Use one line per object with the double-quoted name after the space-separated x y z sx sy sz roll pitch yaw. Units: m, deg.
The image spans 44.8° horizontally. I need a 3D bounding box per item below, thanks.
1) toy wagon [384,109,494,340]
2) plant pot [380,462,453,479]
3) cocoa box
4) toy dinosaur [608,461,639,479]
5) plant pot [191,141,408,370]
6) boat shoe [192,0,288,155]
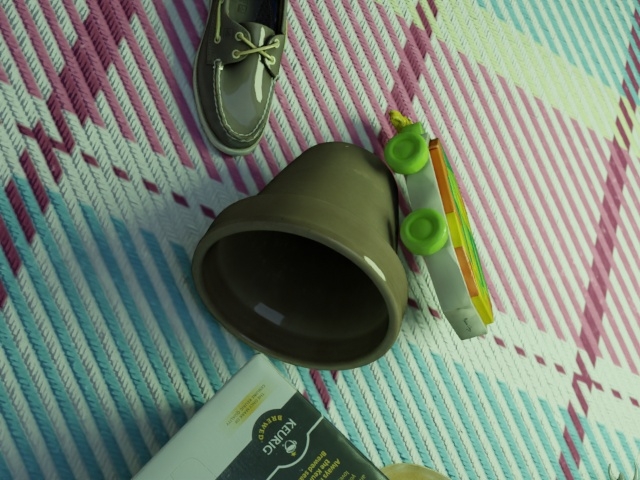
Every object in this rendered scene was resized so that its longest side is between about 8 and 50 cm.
0.158 -0.043 1.063 0.267 0.068 0.344 51 27 -56 "toy wagon"
0.152 0.393 1.005 0.236 0.032 0.236 26 27 -14 "plant pot"
-0.119 0.338 0.811 0.228 0.231 0.347 43 61 6 "cocoa box"
0.521 0.490 1.135 0.121 0.313 0.160 -28 129 -19 "toy dinosaur"
0.000 0.000 0.992 0.263 0.263 0.229 38 46 -14 "plant pot"
-0.101 -0.280 1.066 0.116 0.096 0.324 11 73 -24 "boat shoe"
